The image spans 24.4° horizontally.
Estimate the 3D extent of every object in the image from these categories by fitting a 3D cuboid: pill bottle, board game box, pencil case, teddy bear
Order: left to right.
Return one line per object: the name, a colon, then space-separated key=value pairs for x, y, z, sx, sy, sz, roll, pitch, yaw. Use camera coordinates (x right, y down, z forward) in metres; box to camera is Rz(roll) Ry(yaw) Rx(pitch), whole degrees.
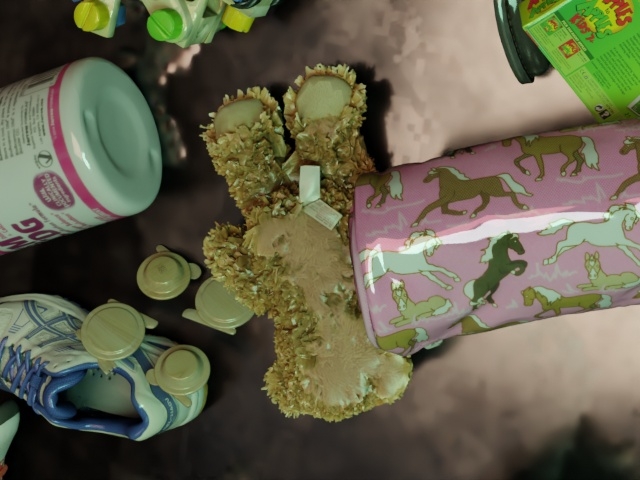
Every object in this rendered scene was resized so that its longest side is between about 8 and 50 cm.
pill bottle: x=-0.317 y=-0.070 z=1.488 sx=0.283 sy=0.160 sz=0.160 roll=-16 pitch=94 yaw=23
teddy bear: x=0.000 y=0.000 z=1.422 sx=0.245 sy=0.113 sz=0.338 roll=-32 pitch=84 yaw=10
pencil case: x=0.218 y=-0.009 z=1.257 sx=0.386 sy=0.167 sz=0.160 roll=-11 pitch=68 yaw=8
board game box: x=0.259 y=-0.154 z=1.271 sx=0.092 sy=0.043 sz=0.181 roll=-32 pitch=121 yaw=22

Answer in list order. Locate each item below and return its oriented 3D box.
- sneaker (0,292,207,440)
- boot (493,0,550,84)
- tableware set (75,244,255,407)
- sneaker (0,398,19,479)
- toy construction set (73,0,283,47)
sneaker: x=-0.269 y=0.130 z=1.524 sx=0.296 sy=0.131 sz=0.112 roll=10 pitch=105 yaw=20
boot: x=0.268 y=-0.262 z=1.276 sx=0.229 sy=0.091 sz=0.263 roll=3 pitch=108 yaw=12
tableware set: x=-0.150 y=0.079 z=1.478 sx=0.141 sy=0.020 sz=0.169 roll=29 pitch=64 yaw=18
sneaker: x=-0.379 y=0.297 z=1.620 sx=0.270 sy=0.090 sz=0.145 roll=-43 pitch=85 yaw=25
toy construction set: x=-0.116 y=-0.316 z=1.370 sx=0.215 sy=0.151 sz=0.328 roll=33 pitch=128 yaw=15
